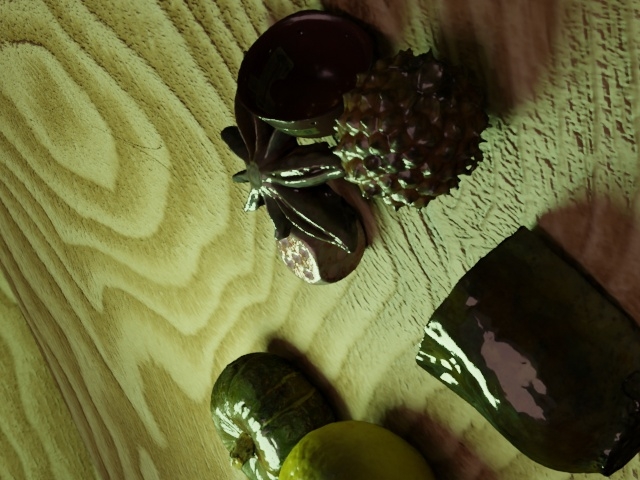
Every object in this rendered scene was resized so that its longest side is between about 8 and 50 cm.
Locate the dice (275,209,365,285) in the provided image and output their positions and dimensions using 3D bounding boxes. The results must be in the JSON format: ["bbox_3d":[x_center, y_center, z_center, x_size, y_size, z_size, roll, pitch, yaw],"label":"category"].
[{"bbox_3d":[0.000,0.000,1.581,0.094,0.093,0.091,32,145,39],"label":"dice"}]

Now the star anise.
[{"bbox_3d":[-0.032,-0.098,1.488,0.257,0.111,0.198,41,134,28],"label":"star anise"}]

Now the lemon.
[{"bbox_3d":[0.061,0.407,1.791,0.267,0.267,0.267,39,149,29],"label":"lemon"}]

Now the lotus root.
[{"bbox_3d":[0.246,0.167,1.324,0.260,0.149,0.267,47,155,17],"label":"lotus root"}]

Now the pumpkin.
[{"bbox_3d":[-0.090,0.329,2.000,0.260,0.189,0.260,37,148,28],"label":"pumpkin"}]

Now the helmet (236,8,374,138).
[{"bbox_3d":[0.002,-0.179,1.353,0.175,0.155,0.106,-3,152,30],"label":"helmet"}]

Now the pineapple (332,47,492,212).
[{"bbox_3d":[0.099,-0.125,1.216,0.166,0.166,0.193,47,153,16],"label":"pineapple"}]
